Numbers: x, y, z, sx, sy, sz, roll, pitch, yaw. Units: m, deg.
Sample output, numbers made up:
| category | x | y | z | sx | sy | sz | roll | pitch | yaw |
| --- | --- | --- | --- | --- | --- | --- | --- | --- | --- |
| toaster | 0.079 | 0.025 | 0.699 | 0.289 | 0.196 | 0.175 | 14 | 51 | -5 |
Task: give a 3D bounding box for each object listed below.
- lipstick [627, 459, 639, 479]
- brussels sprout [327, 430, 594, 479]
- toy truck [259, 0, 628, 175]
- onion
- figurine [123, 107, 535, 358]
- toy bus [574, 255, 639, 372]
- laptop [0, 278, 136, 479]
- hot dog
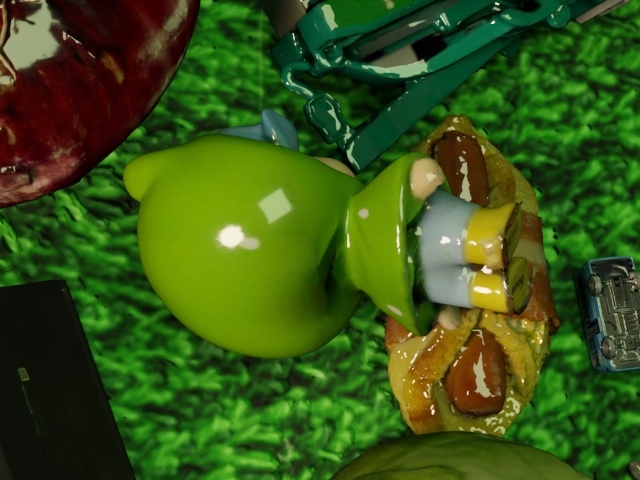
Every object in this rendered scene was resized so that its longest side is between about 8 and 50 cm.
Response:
| category | x | y | z | sx | sy | sz | roll | pitch | yaw |
| --- | --- | --- | --- | --- | --- | --- | --- | --- | --- |
| lipstick | 0.261 | 0.198 | 1.002 | 0.025 | 0.025 | 0.107 | -42 | 82 | -19 |
| brussels sprout | 0.089 | 0.222 | 0.852 | 0.244 | 0.244 | 0.244 | 3 | 76 | -12 |
| toy truck | 0.117 | -0.205 | 1.002 | 0.363 | 0.176 | 0.178 | -31 | 94 | -18 |
| onion | -0.227 | -0.143 | 0.881 | 0.314 | 0.232 | 0.313 | -2 | 57 | 3 |
| figurine | 0.000 | 0.000 | 0.892 | 0.263 | 0.162 | 0.143 | 6 | 43 | 22 |
| toy bus | 0.213 | 0.056 | 1.015 | 0.038 | 0.046 | 0.083 | -5 | 75 | -15 |
| laptop | -0.169 | 0.119 | 0.876 | 0.016 | 0.135 | 0.197 | -25 | 82 | 23 |
| hot dog | 0.102 | 0.030 | 0.970 | 0.123 | 0.093 | 0.261 | -4 | 77 | -15 |
